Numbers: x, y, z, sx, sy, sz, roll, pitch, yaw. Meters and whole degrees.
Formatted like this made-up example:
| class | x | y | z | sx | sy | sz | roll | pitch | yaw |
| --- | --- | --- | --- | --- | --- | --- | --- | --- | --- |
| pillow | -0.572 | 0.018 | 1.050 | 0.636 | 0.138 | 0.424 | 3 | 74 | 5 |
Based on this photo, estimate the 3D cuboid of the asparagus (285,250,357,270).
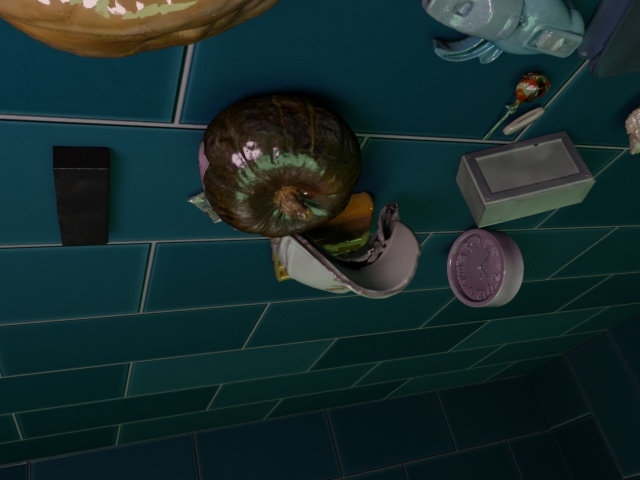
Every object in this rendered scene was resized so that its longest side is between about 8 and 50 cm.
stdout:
| class | x | y | z | sx | sy | sz | roll | pitch | yaw |
| --- | --- | --- | --- | --- | --- | --- | --- | --- | --- |
| asparagus | 0.002 | 0.044 | 1.217 | 0.166 | 0.016 | 0.013 | -13 | 110 | -3 |

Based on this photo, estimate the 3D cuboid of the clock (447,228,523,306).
| class | x | y | z | sx | sy | sz | roll | pitch | yaw |
| --- | --- | --- | --- | --- | --- | --- | --- | --- | --- |
| clock | 0.410 | 0.069 | 1.394 | 0.068 | 0.196 | 0.197 | 2 | 147 | -30 |

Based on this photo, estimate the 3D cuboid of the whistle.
| class | x | y | z | sx | sy | sz | roll | pitch | yaw |
| --- | --- | --- | --- | --- | --- | --- | --- | --- | --- |
| whistle | 0.261 | -0.309 | 0.761 | 0.274 | 0.093 | 0.186 | 3 | 147 | -26 |

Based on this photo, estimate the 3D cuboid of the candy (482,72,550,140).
| class | x | y | z | sx | sy | sz | roll | pitch | yaw |
| --- | --- | --- | --- | --- | --- | --- | --- | --- | --- |
| candy | 0.342 | -0.233 | 0.995 | 0.056 | 0.049 | 0.184 | 2 | 156 | -16 |

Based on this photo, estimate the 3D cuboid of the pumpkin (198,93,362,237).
| class | x | y | z | sx | sy | sz | roll | pitch | yaw |
| --- | --- | --- | --- | --- | --- | --- | --- | --- | --- |
| pumpkin | -0.056 | -0.101 | 0.861 | 0.261 | 0.189 | 0.260 | -14 | 152 | -8 |

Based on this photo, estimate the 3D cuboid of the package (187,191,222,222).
| class | x | y | z | sx | sy | sz | roll | pitch | yaw |
| --- | --- | --- | --- | --- | --- | --- | --- | --- | --- |
| package | -0.207 | -0.061 | 1.036 | 0.037 | 0.015 | 0.110 | -26 | 152 | 8 |

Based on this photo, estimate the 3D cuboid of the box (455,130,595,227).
| class | x | y | z | sx | sy | sz | roll | pitch | yaw |
| --- | --- | --- | --- | --- | --- | --- | --- | --- | --- |
| box | 0.408 | -0.124 | 1.118 | 0.225 | 0.129 | 0.086 | -14 | 151 | -4 |

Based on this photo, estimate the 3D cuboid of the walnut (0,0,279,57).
| class | x | y | z | sx | sy | sz | roll | pitch | yaw |
| --- | --- | --- | --- | --- | --- | --- | --- | --- | --- |
| walnut | -0.138 | -0.286 | 0.425 | 0.313 | 0.251 | 0.277 | -20 | 140 | -1 |

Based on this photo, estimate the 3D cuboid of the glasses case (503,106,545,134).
| class | x | y | z | sx | sy | sz | roll | pitch | yaw |
| --- | --- | --- | --- | --- | --- | --- | --- | --- | --- |
| glasses case | 0.377 | -0.222 | 1.028 | 0.083 | 0.021 | 0.032 | -30 | 172 | -2 |

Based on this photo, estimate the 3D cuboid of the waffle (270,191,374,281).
| class | x | y | z | sx | sy | sz | roll | pitch | yaw |
| --- | --- | --- | --- | --- | --- | --- | --- | --- | --- |
| waffle | 0.000 | 0.000 | 1.208 | 0.221 | 0.055 | 0.247 | -12 | 151 | -6 |

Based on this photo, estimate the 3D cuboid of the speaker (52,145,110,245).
| class | x | y | z | sx | sy | sz | roll | pitch | yaw |
| --- | --- | --- | --- | --- | --- | --- | --- | --- | --- |
| speaker | -0.385 | -0.066 | 0.904 | 0.082 | 0.044 | 0.218 | -4 | 150 | -22 |

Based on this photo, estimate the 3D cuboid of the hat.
| class | x | y | z | sx | sy | sz | roll | pitch | yaw |
| --- | --- | --- | --- | --- | --- | --- | --- | --- | --- |
| hat | 0.057 | 0.045 | 1.019 | 0.258 | 0.301 | 0.167 | -8 | 114 | -15 |

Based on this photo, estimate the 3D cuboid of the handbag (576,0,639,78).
| class | x | y | z | sx | sy | sz | roll | pitch | yaw |
| --- | --- | --- | --- | --- | --- | --- | --- | --- | --- |
| handbag | 0.513 | -0.353 | 0.835 | 0.179 | 0.062 | 0.229 | -11 | 152 | -9 |

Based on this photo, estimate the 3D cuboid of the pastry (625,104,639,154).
| class | x | y | z | sx | sy | sz | roll | pitch | yaw |
| --- | --- | --- | --- | --- | --- | --- | --- | --- | --- |
| pastry | 0.689 | -0.267 | 1.050 | 0.122 | 0.089 | 0.258 | -5 | 151 | -27 |
